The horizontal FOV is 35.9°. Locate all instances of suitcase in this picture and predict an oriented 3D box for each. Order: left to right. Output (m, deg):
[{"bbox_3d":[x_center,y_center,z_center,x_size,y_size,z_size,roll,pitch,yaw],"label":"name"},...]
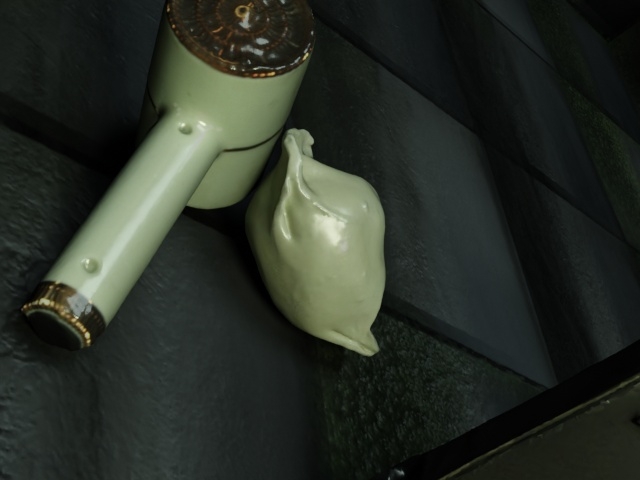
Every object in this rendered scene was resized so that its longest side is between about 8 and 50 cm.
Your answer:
[{"bbox_3d":[0.248,0.196,0.819,0.194,0.434,0.283,64,11,14],"label":"suitcase"}]

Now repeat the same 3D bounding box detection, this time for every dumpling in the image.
[{"bbox_3d":[0.000,0.000,0.943,0.162,0.132,0.250,-107,178,-57],"label":"dumpling"}]

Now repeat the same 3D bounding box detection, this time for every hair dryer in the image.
[{"bbox_3d":[-0.132,-0.045,0.796,0.128,0.203,0.362,28,55,-1],"label":"hair dryer"}]
